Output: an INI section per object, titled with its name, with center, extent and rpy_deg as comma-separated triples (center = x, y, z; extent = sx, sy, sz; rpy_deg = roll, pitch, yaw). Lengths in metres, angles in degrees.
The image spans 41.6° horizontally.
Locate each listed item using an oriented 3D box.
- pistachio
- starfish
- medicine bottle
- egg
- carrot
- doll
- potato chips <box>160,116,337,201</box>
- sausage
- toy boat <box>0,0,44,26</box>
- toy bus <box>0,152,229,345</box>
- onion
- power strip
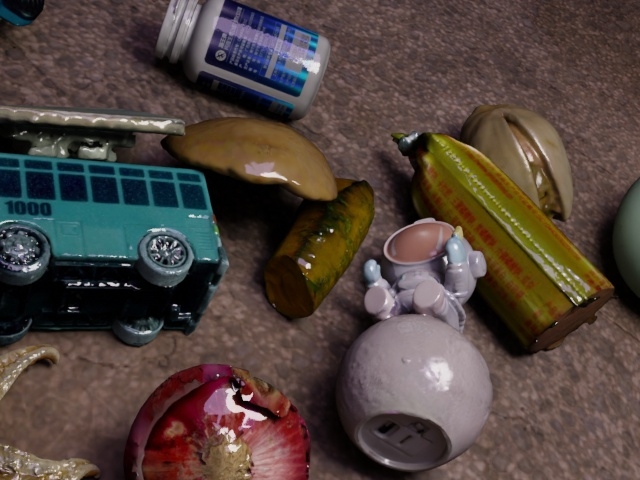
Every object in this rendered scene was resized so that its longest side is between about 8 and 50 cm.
[pistachio]
center = 0.248, -0.096, 1.065
extent = 0.125, 0.124, 0.184
rpy_deg = -17, 79, -35
[starfish]
center = -0.269, 0.176, 0.633
extent = 0.138, 0.050, 0.247
rpy_deg = 44, 51, 9
[medicine bottle]
center = -0.093, -0.222, 0.996
extent = 0.192, 0.107, 0.107
rpy_deg = 19, 48, -11
[egg]
center = 0.453, -0.008, 1.049
extent = 0.168, 0.168, 0.230
rpy_deg = 28, 45, -3
[carrot]
center = 0.000, 0.000, 0.883
extent = 0.082, 0.082, 0.173
rpy_deg = 34, 47, 2
[doll]
center = 0.101, 0.085, 0.833
extent = 0.151, 0.151, 0.287
rpy_deg = 24, 41, -7
[potato chips]
center = -0.064, -0.094, 0.864
extent = 0.195, 0.061, 0.208
rpy_deg = 17, 12, 18
[sausage]
center = 0.185, -0.019, 0.961
extent = 0.317, 0.117, 0.125
rpy_deg = 50, 8, 19
[toy boat]
center = -0.395, -0.348, 0.964
extent = 0.134, 0.092, 0.298
rpy_deg = 37, 26, -44
[toy bus]
center = -0.226, 0.004, 0.739
extent = 0.256, 0.128, 0.147
rpy_deg = 4, 50, -27
[onion]
center = -0.089, 0.167, 0.702
extent = 0.150, 0.140, 0.150
rpy_deg = -2, 97, -15
[power strip]
center = -0.246, -0.097, 0.806
extent = 0.199, 0.064, 0.213
rpy_deg = 1, 10, -25
